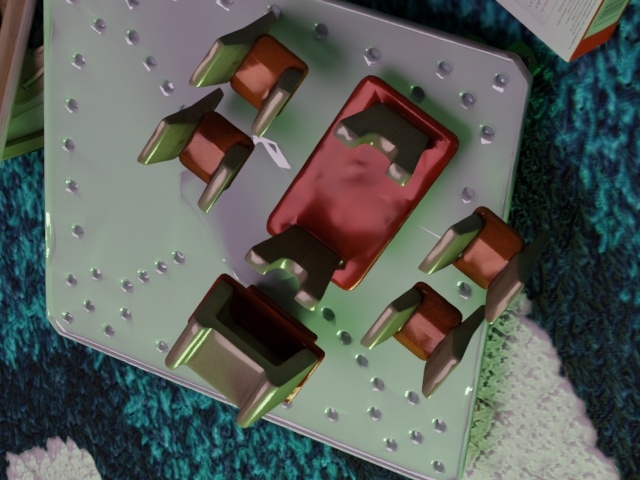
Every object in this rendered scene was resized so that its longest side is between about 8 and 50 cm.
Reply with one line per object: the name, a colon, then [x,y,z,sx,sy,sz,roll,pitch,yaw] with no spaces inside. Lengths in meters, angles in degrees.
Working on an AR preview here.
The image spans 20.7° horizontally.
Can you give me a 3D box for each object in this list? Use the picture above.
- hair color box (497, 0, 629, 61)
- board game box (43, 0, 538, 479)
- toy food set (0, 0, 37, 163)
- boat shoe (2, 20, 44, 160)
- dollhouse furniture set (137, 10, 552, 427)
hair color box: [0.133,-0.207,1.139,0.167,0.053,0.093,44,138,18]
board game box: [-0.038,-0.030,1.353,0.390,0.050,0.390,20,127,19]
toy food set: [-0.336,-0.146,1.508,0.219,0.092,0.306,13,90,62]
boat shoe: [-0.210,-0.144,1.502,0.302,0.113,0.103,-17,98,39]
dollhouse furniture set: [0.000,0.000,1.258,0.262,0.135,0.259,39,120,4]
